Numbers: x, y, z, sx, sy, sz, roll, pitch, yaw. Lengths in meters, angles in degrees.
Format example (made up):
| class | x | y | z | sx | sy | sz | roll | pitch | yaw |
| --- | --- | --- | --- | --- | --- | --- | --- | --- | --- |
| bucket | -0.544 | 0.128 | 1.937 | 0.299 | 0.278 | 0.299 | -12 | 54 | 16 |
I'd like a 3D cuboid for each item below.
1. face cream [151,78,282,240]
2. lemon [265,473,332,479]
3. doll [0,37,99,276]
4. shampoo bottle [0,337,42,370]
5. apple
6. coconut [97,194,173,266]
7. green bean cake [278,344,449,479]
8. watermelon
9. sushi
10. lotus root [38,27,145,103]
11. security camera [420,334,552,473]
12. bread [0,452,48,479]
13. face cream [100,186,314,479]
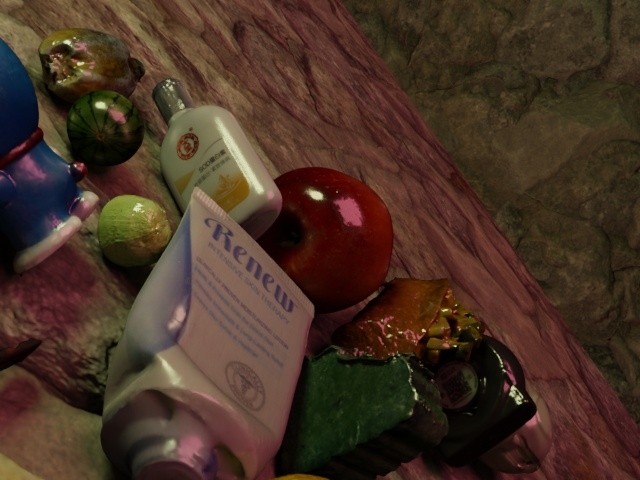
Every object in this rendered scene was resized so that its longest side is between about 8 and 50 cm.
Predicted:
| class | x | y | z | sx | sy | sz | roll | pitch | yaw |
| --- | --- | --- | --- | --- | --- | --- | --- | --- | --- |
| face cream | -0.164 | -0.119 | 1.082 | 0.071 | 0.144 | 0.291 | 23 | 33 | -58 |
| lemon | -0.026 | 0.301 | 0.655 | 0.186 | 0.187 | 0.244 | 57 | 19 | 16 |
| doll | -0.336 | -0.093 | 0.751 | 0.256 | 0.161 | 0.215 | 61 | 5 | -20 |
| shampoo bottle | -0.358 | 0.013 | 0.619 | 0.284 | 0.071 | 0.153 | 49 | 9 | -13 |
| apple | 0.000 | 0.000 | 1.117 | 0.218 | 0.218 | 0.201 | 58 | 15 | 17 |
| coconut | -0.222 | -0.011 | 0.895 | 0.088 | 0.096 | 0.087 | -9 | 101 | -56 |
| green bean cake | 0.045 | 0.193 | 0.925 | 0.107 | 0.208 | 0.193 | 38 | 27 | -34 |
| watermelon | -0.277 | -0.148 | 0.979 | 0.109 | 0.109 | 0.109 | 41 | 25 | -23 |
| sushi | 0.128 | 0.153 | 1.159 | 0.179 | 0.167 | 0.296 | 41 | 29 | 10 |
| lotus root | -0.316 | -0.242 | 1.067 | 0.113 | 0.088 | 0.192 | 67 | 22 | -2 |
| security camera | 0.287 | 0.285 | 1.270 | 0.277 | 0.197 | 0.191 | 38 | 16 | -42 |
| bread | -0.158 | 0.299 | 0.357 | 0.264 | 0.239 | 0.395 | 38 | 24 | -37 |
| face cream | -0.110 | 0.115 | 0.824 | 0.235 | 0.137 | 0.420 | 46 | 25 | -17 |
